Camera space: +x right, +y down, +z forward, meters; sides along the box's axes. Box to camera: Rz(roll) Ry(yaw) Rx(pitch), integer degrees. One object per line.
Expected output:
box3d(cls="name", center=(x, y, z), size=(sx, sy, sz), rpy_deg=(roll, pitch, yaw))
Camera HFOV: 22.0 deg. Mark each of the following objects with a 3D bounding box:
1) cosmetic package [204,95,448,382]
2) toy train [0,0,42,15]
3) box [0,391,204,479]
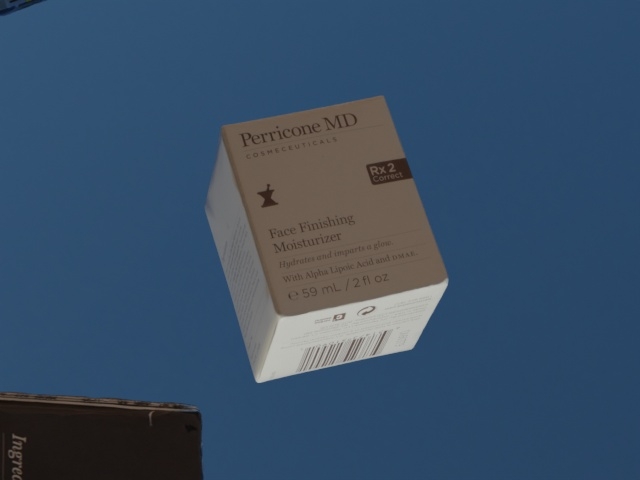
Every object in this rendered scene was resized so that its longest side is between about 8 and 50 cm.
box3d(cls="cosmetic package", center=(0.000, 0.000, 1.410), size=(0.151, 0.151, 0.184), rpy_deg=(-12, -113, -15))
box3d(cls="toy train", center=(-0.272, -0.291, 1.613), size=(0.184, 0.105, 0.080), rpy_deg=(-29, -162, -36))
box3d(cls="box", center=(-0.378, 0.341, 1.412), size=(0.471, 0.480, 0.297), rpy_deg=(4, -119, -18))
